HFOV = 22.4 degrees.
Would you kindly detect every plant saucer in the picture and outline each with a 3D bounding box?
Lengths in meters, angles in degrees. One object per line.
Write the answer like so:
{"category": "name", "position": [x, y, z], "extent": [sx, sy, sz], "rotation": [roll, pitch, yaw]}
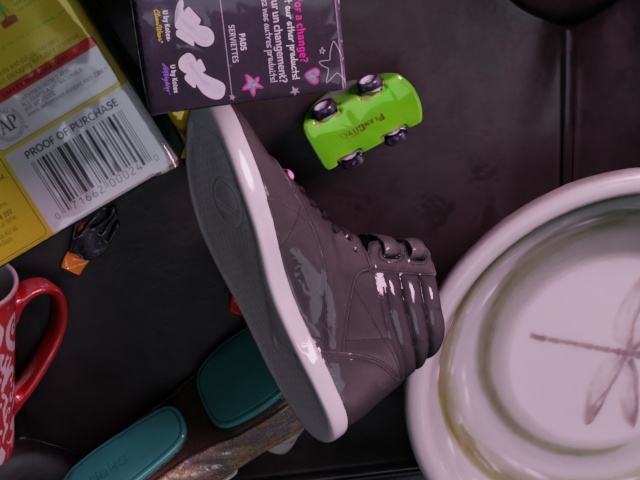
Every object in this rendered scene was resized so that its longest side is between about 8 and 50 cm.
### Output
{"category": "plant saucer", "position": [0.264, 0.106, 1.449], "extent": [0.400, 0.100, 0.400], "rotation": [-4, 115, -8]}

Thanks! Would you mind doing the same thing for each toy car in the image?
{"category": "toy car", "position": [-0.022, -0.074, 1.346], "extent": [0.225, 0.053, 0.239], "rotation": [-27, 117, 4]}

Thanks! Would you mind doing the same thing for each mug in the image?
{"category": "mug", "position": [-0.289, 0.108, 1.361], "extent": [0.150, 0.113, 0.169], "rotation": [0, 118, -7]}

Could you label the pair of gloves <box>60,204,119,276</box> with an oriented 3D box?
{"category": "pair of gloves", "position": [-0.216, -0.012, 1.368], "extent": [0.083, 0.010, 0.074], "rotation": [30, 107, -21]}

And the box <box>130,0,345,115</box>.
{"category": "box", "position": [-0.070, -0.212, 1.164], "extent": [0.142, 0.247, 0.163], "rotation": [-8, 116, -4]}

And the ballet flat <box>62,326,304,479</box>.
{"category": "ballet flat", "position": [-0.087, 0.166, 1.437], "extent": [0.316, 0.107, 0.106], "rotation": [-33, 136, 13]}

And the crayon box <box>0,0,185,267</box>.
{"category": "crayon box", "position": [-0.270, -0.149, 1.230], "extent": [0.202, 0.081, 0.318], "rotation": [-29, 102, 6]}

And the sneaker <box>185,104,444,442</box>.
{"category": "sneaker", "position": [0.000, 0.000, 1.309], "extent": [0.147, 0.104, 0.295], "rotation": [-28, 101, -25]}
